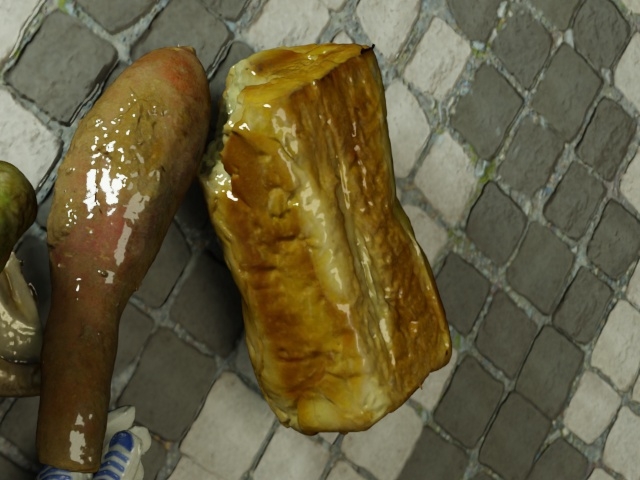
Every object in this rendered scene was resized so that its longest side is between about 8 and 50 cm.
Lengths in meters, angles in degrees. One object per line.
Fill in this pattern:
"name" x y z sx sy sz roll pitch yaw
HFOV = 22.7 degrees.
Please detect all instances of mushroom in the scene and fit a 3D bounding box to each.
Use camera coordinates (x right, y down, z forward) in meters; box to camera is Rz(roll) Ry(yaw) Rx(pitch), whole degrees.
"mushroom" -0.274 0.034 1.249 0.094 0.072 0.210 -31 114 -35

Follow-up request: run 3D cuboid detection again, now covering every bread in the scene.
"bread" -0.003 -0.001 1.412 0.195 0.149 0.344 -36 117 -46

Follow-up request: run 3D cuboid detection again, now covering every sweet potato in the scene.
"sweet potato" -0.172 0.001 1.282 0.109 0.109 0.385 34 60 -36

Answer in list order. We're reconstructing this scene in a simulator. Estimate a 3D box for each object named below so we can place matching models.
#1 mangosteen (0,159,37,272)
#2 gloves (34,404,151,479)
"mangosteen" -0.335 -0.022 1.065 0.288 0.288 0.288 -6 99 -37
"gloves" -0.201 0.233 1.305 0.097 0.119 0.229 42 52 -21
